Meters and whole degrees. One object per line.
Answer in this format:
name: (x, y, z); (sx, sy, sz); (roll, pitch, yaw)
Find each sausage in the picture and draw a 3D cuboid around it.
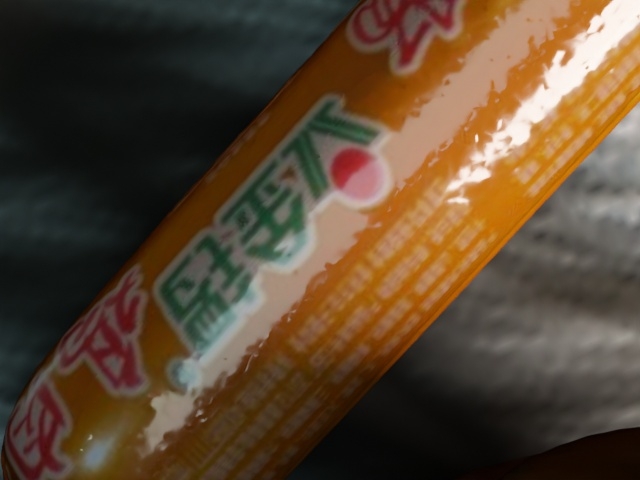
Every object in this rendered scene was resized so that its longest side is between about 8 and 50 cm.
sausage: (0.000, 0.000, 0.542); (0.093, 0.093, 0.312); (43, 91, -6)

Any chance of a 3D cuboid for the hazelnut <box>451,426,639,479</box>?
hazelnut: (0.120, 0.277, 0.452); (0.429, 0.402, 0.402); (39, 92, -2)
